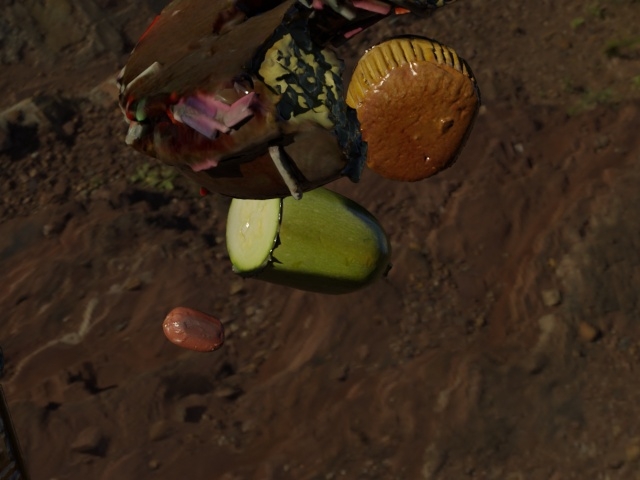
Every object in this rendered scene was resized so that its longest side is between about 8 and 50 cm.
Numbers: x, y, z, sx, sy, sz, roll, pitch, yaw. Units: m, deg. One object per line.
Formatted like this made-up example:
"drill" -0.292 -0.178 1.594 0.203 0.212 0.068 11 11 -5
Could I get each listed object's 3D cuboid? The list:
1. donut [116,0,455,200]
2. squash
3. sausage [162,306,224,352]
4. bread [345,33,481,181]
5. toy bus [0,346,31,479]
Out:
"donut" -0.028 -0.165 0.817 0.136 0.259 0.345 50 55 -29
"squash" 0.000 0.000 1.091 0.186 0.123 0.123 15 68 -28
"sausage" -0.185 0.131 1.475 0.094 0.054 0.059 22 75 -16
"bread" 0.128 -0.179 1.400 0.199 0.199 0.104 31 26 -27
"toy bus" -0.269 0.159 0.730 0.088 0.083 0.195 -53 133 -68
